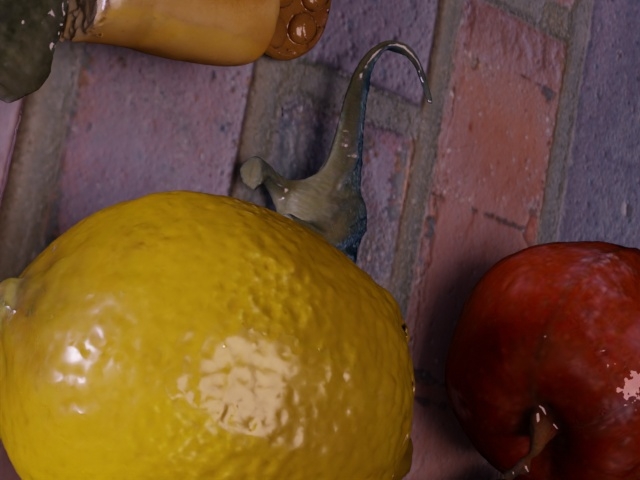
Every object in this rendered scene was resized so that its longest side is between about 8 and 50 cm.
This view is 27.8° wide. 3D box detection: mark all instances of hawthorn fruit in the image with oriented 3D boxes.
[{"bbox_3d":[0.214,0.127,1.118,0.271,0.241,0.242,-30,111,-52],"label":"hawthorn fruit"}]

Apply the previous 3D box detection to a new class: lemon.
[{"bbox_3d":[-0.071,0.096,0.860,0.319,0.245,0.245,24,74,-25],"label":"lemon"}]

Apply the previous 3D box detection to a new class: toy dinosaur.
[{"bbox_3d":[-0.008,0.002,1.037,0.147,0.076,0.363,16,85,-50],"label":"toy dinosaur"}]

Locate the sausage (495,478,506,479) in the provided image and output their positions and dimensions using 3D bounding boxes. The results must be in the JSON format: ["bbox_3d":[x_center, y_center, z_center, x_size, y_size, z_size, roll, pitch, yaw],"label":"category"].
[{"bbox_3d":[0.112,0.270,1.133,0.312,0.093,0.093,-5,94,-42],"label":"sausage"}]

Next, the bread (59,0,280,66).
[{"bbox_3d":[-0.112,-0.193,0.927,0.173,0.085,0.134,8,77,-39],"label":"bread"}]

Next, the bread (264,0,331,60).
[{"bbox_3d":[-0.033,-0.200,1.040,0.110,0.024,0.110,-2,93,-43],"label":"bread"}]

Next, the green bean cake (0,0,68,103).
[{"bbox_3d":[-0.243,-0.192,0.804,0.185,0.094,0.184,19,77,-40],"label":"green bean cake"}]
